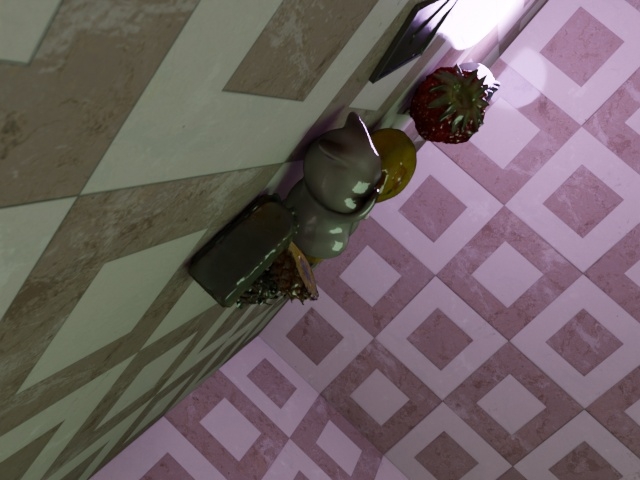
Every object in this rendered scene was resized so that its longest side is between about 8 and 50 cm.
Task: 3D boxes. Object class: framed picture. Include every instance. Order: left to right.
[{"bbox_3d":[0.239,-0.505,1.369,0.289,0.016,0.213,-42,171,-44],"label":"framed picture"}]

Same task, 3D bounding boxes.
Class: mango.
[{"bbox_3d":[0.179,-0.235,1.860,0.365,0.182,0.253,-32,142,-36],"label":"mango"}]

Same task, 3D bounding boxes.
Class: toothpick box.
[{"bbox_3d":[0.585,-0.594,2.255,0.316,0.229,0.229,-43,172,-43],"label":"toothpick box"}]

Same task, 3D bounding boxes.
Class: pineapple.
[{"bbox_3d":[-0.177,0.138,1.889,0.272,0.262,0.262,-25,177,8],"label":"pineapple"}]

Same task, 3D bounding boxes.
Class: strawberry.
[{"bbox_3d":[0.424,-0.463,2.003,0.292,0.292,0.343,-46,-170,-17],"label":"strawberry"}]

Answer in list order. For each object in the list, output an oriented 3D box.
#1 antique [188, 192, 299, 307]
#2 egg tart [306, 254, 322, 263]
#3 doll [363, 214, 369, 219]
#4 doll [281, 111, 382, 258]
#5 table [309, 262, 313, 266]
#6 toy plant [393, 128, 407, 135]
[{"bbox_3d":[-0.170,0.016,1.324,0.284,0.125,0.150,-46,174,-11],"label":"antique"},{"bbox_3d":[0.000,0.000,2.300,0.319,0.128,0.319,-39,170,-8],"label":"egg tart"},{"bbox_3d":[0.180,-0.234,2.350,0.278,0.175,0.149,-58,-152,20],"label":"doll"},{"bbox_3d":[0.030,-0.113,1.410,0.215,0.226,0.370,-43,172,-41],"label":"doll"},{"bbox_3d":[-0.128,0.127,2.421,0.146,0.062,0.175,-19,163,-26],"label":"table"},{"bbox_3d":[0.261,-0.333,2.178,0.143,0.105,0.200,-41,163,-56],"label":"toy plant"}]
